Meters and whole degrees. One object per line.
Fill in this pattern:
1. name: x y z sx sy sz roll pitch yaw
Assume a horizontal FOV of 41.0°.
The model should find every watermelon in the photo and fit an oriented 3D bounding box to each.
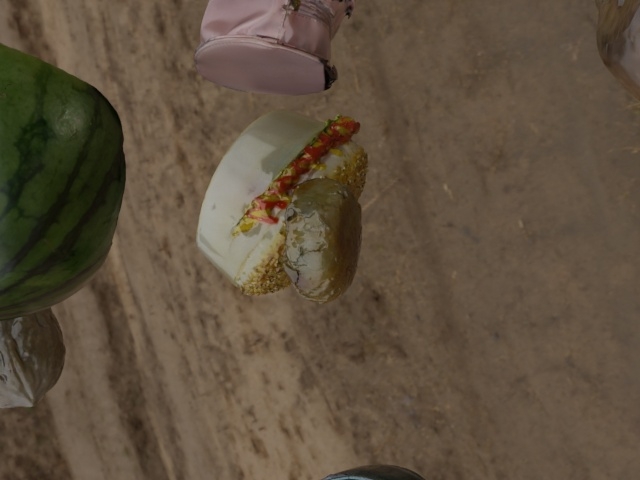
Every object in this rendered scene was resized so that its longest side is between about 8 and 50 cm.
1. watermelon: -0.346 -0.029 0.785 0.330 0.331 0.189 121 156 -47

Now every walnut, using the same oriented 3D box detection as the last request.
1. walnut: -0.517 0.180 1.425 0.230 0.178 0.178 57 142 28

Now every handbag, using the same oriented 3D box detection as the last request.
1. handbag: -0.052 -0.247 1.008 0.205 0.179 0.116 86 -170 -84

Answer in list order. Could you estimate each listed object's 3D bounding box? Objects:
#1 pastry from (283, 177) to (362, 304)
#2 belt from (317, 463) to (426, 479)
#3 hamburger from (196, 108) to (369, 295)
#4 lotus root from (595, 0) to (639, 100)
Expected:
1. pastry: 0.004 0.000 1.026 0.081 0.153 0.153 4 112 10
2. belt: 0.060 0.411 1.151 0.268 0.116 0.206 -17 77 35
3. hamburger: -0.048 -0.049 1.234 0.179 0.276 0.294 34 149 9
4. lotus root: 0.283 -0.180 0.433 0.316 0.250 0.316 -172 90 -89
